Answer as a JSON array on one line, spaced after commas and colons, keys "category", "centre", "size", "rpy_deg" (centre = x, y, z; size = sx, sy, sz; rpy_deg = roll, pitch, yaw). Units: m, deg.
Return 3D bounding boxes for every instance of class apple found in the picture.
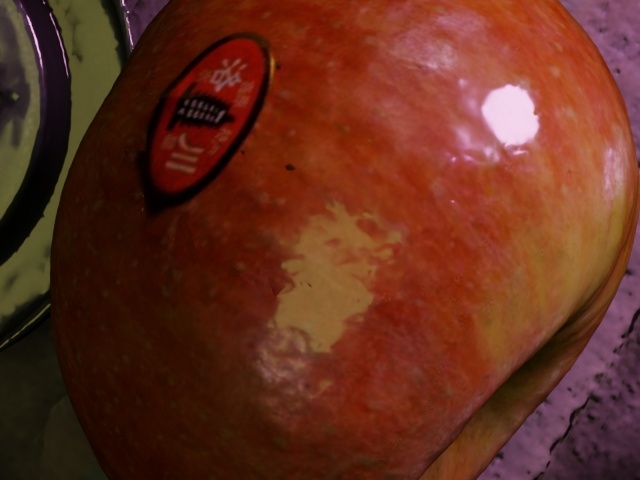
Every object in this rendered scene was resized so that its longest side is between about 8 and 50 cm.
[{"category": "apple", "centre": [0.000, 0.000, 0.806], "size": [0.250, 0.277, 0.309], "rpy_deg": [38, 63, 16]}]

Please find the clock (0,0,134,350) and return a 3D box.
[{"category": "clock", "centre": [-0.251, -0.072, 0.912], "size": [0.319, 0.066, 0.318], "rpy_deg": [0, 87, 2]}]
